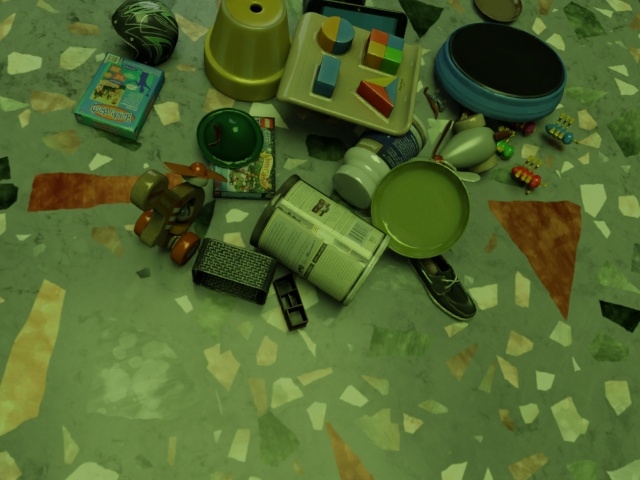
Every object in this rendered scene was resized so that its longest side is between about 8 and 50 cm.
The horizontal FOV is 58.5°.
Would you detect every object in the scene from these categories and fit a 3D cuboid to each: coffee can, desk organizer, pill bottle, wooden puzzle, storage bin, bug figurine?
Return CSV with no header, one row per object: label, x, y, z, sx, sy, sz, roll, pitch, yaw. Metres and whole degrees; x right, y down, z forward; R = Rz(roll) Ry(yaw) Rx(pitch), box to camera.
coffee can,0.000,0.000,1.360,0.275,0.201,0.201,33,66,4
desk organizer,-0.071,0.146,1.368,0.047,0.050,0.130,-15,71,-16
pill bottle,0.154,-0.218,1.506,0.153,0.153,0.264,37,66,5
wooden puzzle,0.087,-0.451,1.477,0.348,0.080,0.322,14,62,-3
storage bin,-0.200,0.073,1.334,0.180,0.122,0.084,17,66,-3
bug figurine,0.609,-0.278,1.663,0.216,0.072,0.279,38,71,13

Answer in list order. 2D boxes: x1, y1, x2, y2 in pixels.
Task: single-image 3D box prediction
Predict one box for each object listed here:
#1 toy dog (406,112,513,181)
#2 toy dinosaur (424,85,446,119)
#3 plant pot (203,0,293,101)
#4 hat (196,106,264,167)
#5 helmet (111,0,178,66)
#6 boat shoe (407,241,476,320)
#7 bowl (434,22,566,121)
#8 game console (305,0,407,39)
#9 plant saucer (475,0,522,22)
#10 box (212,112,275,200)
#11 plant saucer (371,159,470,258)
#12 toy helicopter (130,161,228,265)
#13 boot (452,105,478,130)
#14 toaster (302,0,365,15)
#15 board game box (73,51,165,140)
toy dog,0.383,-0.230,1.507,0.220,0.161,0.333,49,59,-17
toy dinosaur,0.332,-0.418,1.687,0.082,0.047,0.090,31,75,23
plant pot,-0.184,-0.544,1.532,0.254,0.239,0.254,4,68,-10
hat,-0.216,-0.289,1.398,0.173,0.183,0.208,-14,71,-16
helmet,-0.467,-0.565,1.527,0.169,0.161,0.169,4,67,-9
boat shoe,0.311,0.103,1.445,0.084,0.079,0.233,-33,79,-23
bowl,0.539,-0.512,1.696,0.391,0.077,0.391,4,54,-6
game console,0.091,-0.511,1.602,0.293,0.173,0.250,6,59,-8
plant saucer,0.585,-0.783,1.892,0.168,0.029,0.168,4,67,-10
box,-0.199,-0.220,1.499,0.159,0.044,0.233,1,68,-10
plant saucer,0.246,-0.077,1.409,0.241,0.037,0.241,1,93,13
toy helicopter,-0.320,-0.090,1.252,0.140,0.355,0.235,35,83,5
boot,0.453,-0.368,1.684,0.085,0.059,0.158,30,69,-7
toaster,0.028,-0.693,1.675,0.186,0.168,0.110,0,65,-12
board game box,-0.524,-0.380,1.502,0.160,0.047,0.210,19,65,-3
